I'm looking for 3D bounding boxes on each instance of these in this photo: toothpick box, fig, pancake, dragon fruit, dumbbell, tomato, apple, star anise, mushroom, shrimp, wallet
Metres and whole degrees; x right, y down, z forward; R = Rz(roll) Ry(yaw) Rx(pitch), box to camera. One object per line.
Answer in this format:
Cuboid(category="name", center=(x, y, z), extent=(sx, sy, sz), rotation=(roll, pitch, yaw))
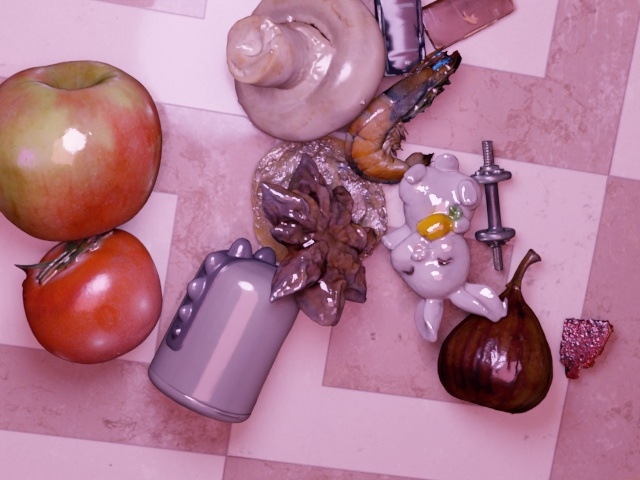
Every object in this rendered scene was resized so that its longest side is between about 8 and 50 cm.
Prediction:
Cuboid(category="toothpick box", center=(-0.170, 0.151, 1.776), extent=(0.229, 0.229, 0.316), rotation=(25, 93, -9))
Cuboid(category="fig", center=(0.356, 0.166, 1.863), extent=(0.217, 0.217, 0.320), rotation=(18, 78, -8))
Cuboid(category="pancake", center=(-0.003, -0.069, 1.847), extent=(0.283, 0.049, 0.282), rotation=(-2, 100, -9))
Cuboid(category="dragon fruit", center=(0.538, 0.218, 1.952), extent=(0.097, 0.063, 0.131), rotation=(10, 93, 28))
Cuboid(category="dumbbell", center=(0.334, -0.067, 1.870), extent=(0.082, 0.081, 0.253), rotation=(-8, 99, -5))
Cuboid(category="tomato", center=(-0.404, 0.097, 1.726), extent=(0.256, 0.256, 0.224), rotation=(-26, 119, -2))
Cuboid(category="apple", center=(-0.426, -0.149, 1.669), extent=(0.319, 0.319, 0.277), rotation=(-1, 118, -6))
Cuboid(category="star anise", center=(-0.012, 0.000, 1.723), extent=(0.108, 0.315, 0.315), rotation=(-10, 101, 37))
Cuboid(category="mushroom", center=(-0.047, -0.327, 1.677), extent=(0.293, 0.290, 0.292), rotation=(-5, 79, 28))
Cuboid(category="shrimp", center=(0.175, -0.218, 1.796), extent=(0.290, 0.054, 0.222), rotation=(-46, 136, 3))
Cuboid(category="wallet", center=(0.276, -0.436, 1.843), extent=(0.176, 0.026, 0.095), rotation=(-29, 94, -2))

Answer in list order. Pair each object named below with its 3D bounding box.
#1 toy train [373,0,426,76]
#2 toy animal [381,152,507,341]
Cuboid(category="toy train", center=(0.134, -0.507, 1.787), extent=(0.086, 0.089, 0.409), rotation=(-6, 97, -1))
Cuboid(category="toy animal", center=(0.228, 0.011, 1.815), extent=(0.209, 0.154, 0.325), rotation=(-20, 89, 11))
